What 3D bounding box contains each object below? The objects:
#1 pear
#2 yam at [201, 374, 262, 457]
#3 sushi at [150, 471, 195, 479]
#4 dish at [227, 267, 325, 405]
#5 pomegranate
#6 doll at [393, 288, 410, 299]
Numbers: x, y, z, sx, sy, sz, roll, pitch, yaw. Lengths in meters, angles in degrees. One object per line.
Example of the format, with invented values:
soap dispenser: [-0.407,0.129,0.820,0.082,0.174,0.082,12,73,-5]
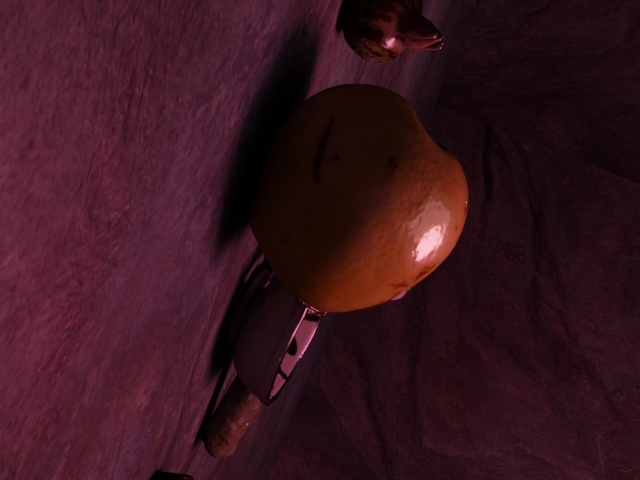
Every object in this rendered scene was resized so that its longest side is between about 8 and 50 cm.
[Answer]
pear: [0.048,-0.057,1.266,0.309,0.309,0.309,23,90,-83]
yam: [-0.152,0.312,1.671,0.179,0.078,0.078,-58,175,14]
sushi: [-0.242,0.481,1.424,0.136,0.126,0.225,52,62,-82]
dish: [-0.075,0.134,1.574,0.303,0.120,0.303,-62,171,-17]
pomegranate: [0.105,-0.335,1.385,0.163,0.125,0.138,37,-77,52]
doll: [0.111,0.003,1.788,0.365,0.094,0.160,-120,-142,-62]
